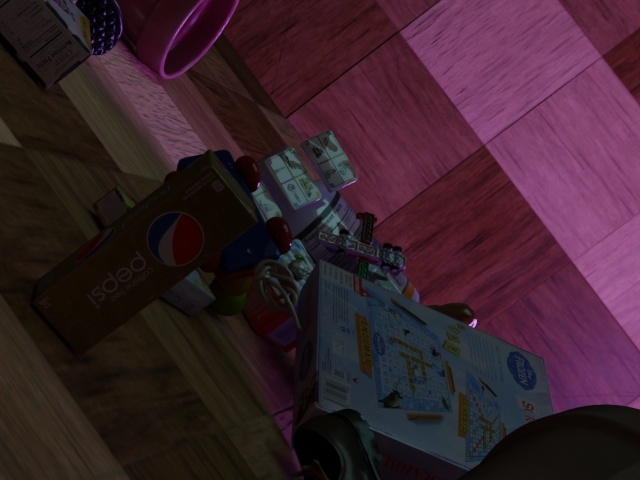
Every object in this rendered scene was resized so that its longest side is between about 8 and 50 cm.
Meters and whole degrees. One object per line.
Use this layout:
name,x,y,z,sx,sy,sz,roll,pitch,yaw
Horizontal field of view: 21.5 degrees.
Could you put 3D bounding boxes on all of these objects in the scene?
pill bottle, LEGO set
pill bottle,-0.009,0.022,2.240,0.278,0.162,0.162,50,7,-11
LEGO set,0.000,0.000,2.137,0.244,0.182,0.060,58,-33,7

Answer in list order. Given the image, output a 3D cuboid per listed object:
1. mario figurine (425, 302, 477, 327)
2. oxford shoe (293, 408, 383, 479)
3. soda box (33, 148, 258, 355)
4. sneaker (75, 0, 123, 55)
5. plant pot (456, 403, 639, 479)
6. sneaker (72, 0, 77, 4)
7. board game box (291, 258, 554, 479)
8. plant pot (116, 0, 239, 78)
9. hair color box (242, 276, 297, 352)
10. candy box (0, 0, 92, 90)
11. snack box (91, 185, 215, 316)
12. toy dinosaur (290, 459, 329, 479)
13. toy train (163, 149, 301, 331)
mario figurine,0.195,0.249,2.194,0.198,0.170,0.320,58,21,-53
oxford shoe,0.034,0.278,1.671,0.096,0.083,0.227,-3,56,-50
soda box,-0.139,0.009,1.341,0.061,0.181,0.058,51,7,-17
sneaker,-0.341,-0.342,2.175,0.235,0.084,0.097,49,7,-32
plant pot,0.192,0.319,1.507,0.280,0.323,0.323,-1,49,-48
sneaker,-0.381,-0.338,2.003,0.212,0.080,0.094,44,21,-17
board game box,0.123,0.182,1.932,0.318,0.066,0.319,24,27,-11
plant pot,-0.249,-0.381,2.612,0.180,0.201,0.201,39,5,9
hair color box,-0.079,0.050,2.076,0.167,0.053,0.093,59,10,30
candy box,-0.356,-0.294,1.890,0.233,0.071,0.159,51,7,-23
snack box,-0.169,0.013,1.725,0.100,0.037,0.141,58,7,26
toy dinosaur,0.009,0.268,1.576,0.211,0.064,0.112,8,52,-57
toy train,-0.091,0.036,1.833,0.248,0.105,0.143,63,-27,28
